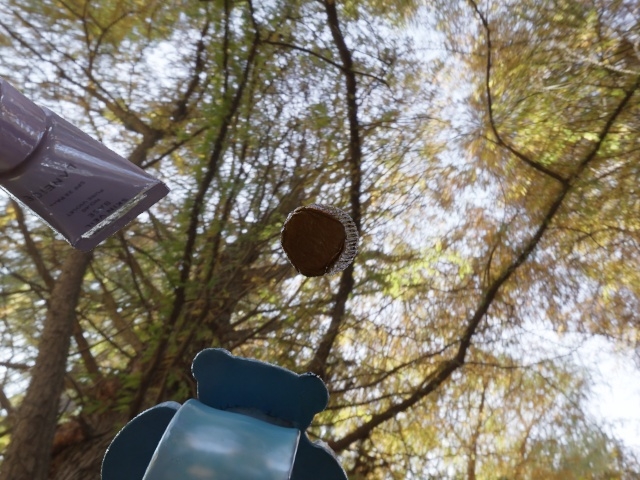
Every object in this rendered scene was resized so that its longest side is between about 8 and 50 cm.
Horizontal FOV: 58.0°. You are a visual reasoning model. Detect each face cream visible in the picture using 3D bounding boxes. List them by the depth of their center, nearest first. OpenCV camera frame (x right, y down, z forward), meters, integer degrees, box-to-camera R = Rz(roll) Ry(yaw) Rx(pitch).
[{"bbox_3d":[-0.313,-0.080,0.692,0.154,0.274,0.096,-38,-121,1],"label":"face cream"}]

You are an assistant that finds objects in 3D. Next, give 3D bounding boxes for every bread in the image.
[{"bbox_3d":[0.000,0.000,0.638,0.085,0.053,0.084,0,-89,23],"label":"bread"}]

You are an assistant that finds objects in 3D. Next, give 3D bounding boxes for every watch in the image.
[{"bbox_3d":[-0.074,0.192,0.411,0.211,0.193,0.210,0,-84,3],"label":"watch"}]
